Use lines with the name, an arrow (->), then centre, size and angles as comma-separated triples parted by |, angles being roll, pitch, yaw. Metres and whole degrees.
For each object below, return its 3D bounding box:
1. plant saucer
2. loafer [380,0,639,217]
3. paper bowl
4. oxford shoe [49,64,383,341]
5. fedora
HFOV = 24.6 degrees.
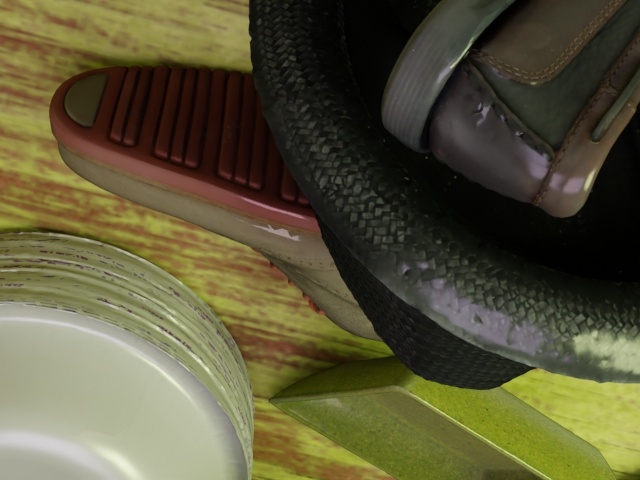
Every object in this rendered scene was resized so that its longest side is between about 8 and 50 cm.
plant saucer -> 0.087, 0.125, 0.943 | 0.188, 0.045, 0.188 | 33, 160, -18
loafer -> 0.154, -0.107, 0.649 | 0.095, 0.302, 0.109 | 41, 147, 18
paper bowl -> -0.185, 0.148, 0.944 | 0.284, 0.148, 0.284 | -1, 122, -1
oxford shoe -> 0.000, 0.000, 0.872 | 0.348, 0.123, 0.130 | 19, 129, -8
fedora -> 0.090, -0.045, 0.747 | 0.334, 0.334, 0.152 | 18, 140, -11
